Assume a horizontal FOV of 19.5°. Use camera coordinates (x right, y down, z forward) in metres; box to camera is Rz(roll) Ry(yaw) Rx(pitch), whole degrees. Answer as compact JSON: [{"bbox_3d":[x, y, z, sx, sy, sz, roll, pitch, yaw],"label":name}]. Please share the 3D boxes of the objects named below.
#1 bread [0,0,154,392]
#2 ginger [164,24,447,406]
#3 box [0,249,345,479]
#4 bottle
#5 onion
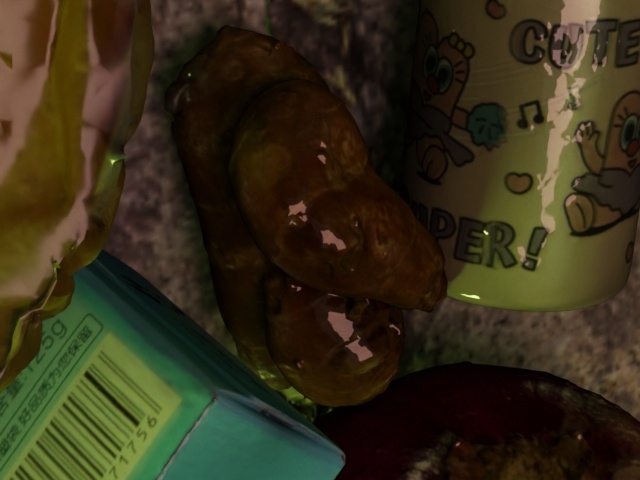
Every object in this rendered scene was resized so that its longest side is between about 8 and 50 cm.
[{"bbox_3d":[-0.175,-0.051,0.501,0.253,0.142,0.227,12,90,-16],"label":"bread"},{"bbox_3d":[0.000,0.000,0.712,0.073,0.103,0.162,-26,124,-19],"label":"ginger"},{"bbox_3d":[-0.116,0.123,0.669,0.083,0.142,0.232,31,95,-47],"label":"box"},{"bbox_3d":[0.081,-0.082,0.718,0.110,0.097,0.209,-28,128,-55],"label":"bottle"},{"bbox_3d":[0.056,0.145,0.794,0.195,0.140,0.218,-15,155,-21],"label":"onion"}]
